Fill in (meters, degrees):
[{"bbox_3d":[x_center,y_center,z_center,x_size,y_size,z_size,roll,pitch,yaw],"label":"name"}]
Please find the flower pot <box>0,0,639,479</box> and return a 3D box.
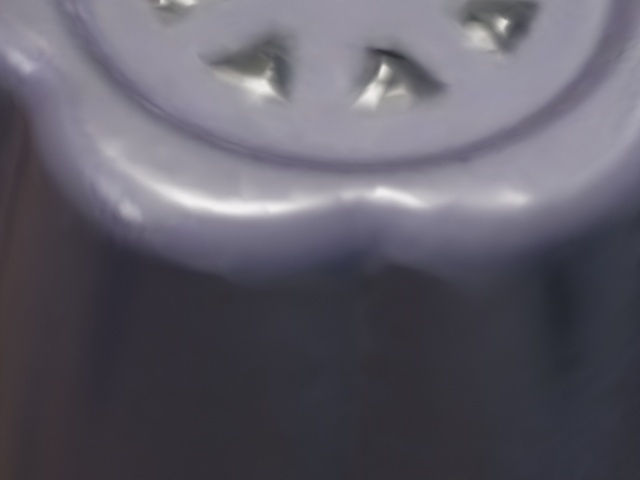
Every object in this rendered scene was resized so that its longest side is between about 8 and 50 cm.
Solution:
[{"bbox_3d":[0.000,0.000,0.486,0.265,0.243,0.265,2,50,-2],"label":"flower pot"}]
